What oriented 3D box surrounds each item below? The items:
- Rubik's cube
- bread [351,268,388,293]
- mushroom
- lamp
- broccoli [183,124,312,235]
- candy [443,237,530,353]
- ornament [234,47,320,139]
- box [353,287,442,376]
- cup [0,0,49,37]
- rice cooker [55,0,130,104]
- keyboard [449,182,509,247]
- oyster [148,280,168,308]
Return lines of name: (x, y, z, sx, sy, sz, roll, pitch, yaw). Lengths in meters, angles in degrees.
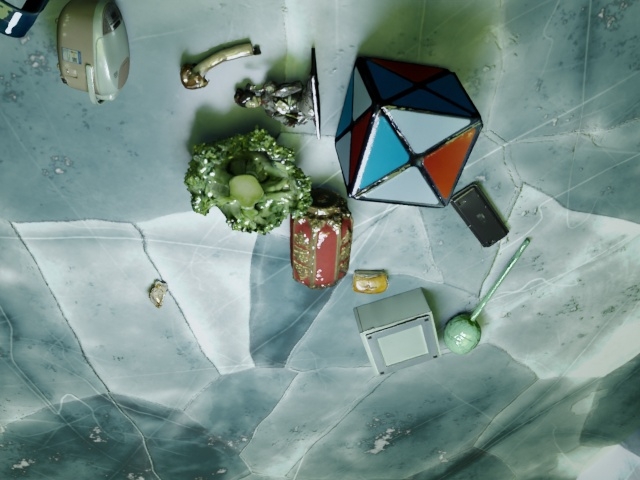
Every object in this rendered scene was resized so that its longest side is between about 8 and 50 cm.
Rubik's cube: (0.186, -0.244, 1.349, 0.246, 0.248, 0.250, 5, 128, -13)
bread: (0.148, 0.126, 1.760, 0.106, 0.053, 0.072, 4, 124, -6)
mushroom: (-0.219, -0.382, 1.290, 0.187, 0.061, 0.060, -25, 123, 4)
lamp: (0.000, 0.000, 1.560, 0.177, 0.177, 0.274, -2, 128, -9)
broccoli: (-0.170, -0.141, 1.389, 0.288, 0.235, 0.260, -17, 161, -6)
candy: (0.521, 0.174, 1.853, 0.119, 0.119, 0.440, 18, 114, -22)
ornament: (-0.098, -0.313, 1.321, 0.196, 0.153, 0.166, -3, 128, 4)
box: (0.245, 0.293, 1.867, 0.225, 0.117, 0.225, -18, 129, 4)
cup: (-0.641, -0.473, 0.988, 0.242, 0.292, 0.308, -22, 127, 7)
rice cooker: (-0.454, -0.381, 1.192, 0.127, 0.145, 0.206, 13, 129, -5)
keyboard: (0.449, -0.066, 1.679, 0.093, 0.025, 0.230, -34, 126, 15)
oyster: (-0.462, 0.152, 1.684, 0.051, 0.034, 0.093, 10, 116, -37)
